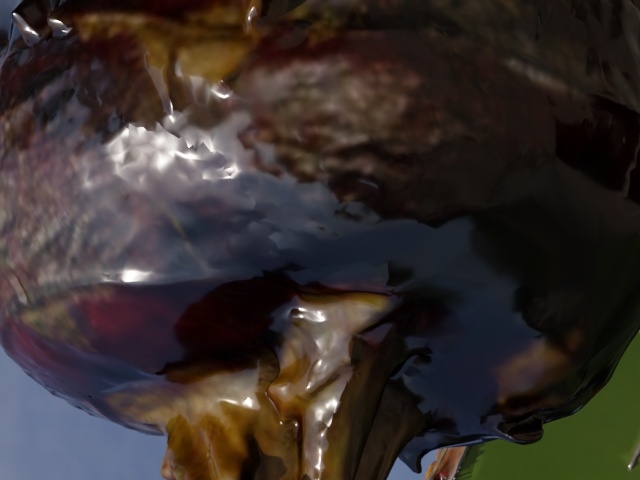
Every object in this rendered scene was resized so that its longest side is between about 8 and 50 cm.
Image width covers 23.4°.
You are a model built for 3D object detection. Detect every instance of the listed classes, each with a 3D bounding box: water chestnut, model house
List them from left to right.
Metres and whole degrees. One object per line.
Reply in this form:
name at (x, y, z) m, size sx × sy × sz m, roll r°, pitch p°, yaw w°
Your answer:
water chestnut at (0.000, 0.000, 0.668) m, size 0.335 × 0.335 × 0.346 m, roll 24°, pitch -125°, yaw -49°
model house at (0.208, 0.164, 1.221) m, size 0.207 × 0.154 × 0.294 m, roll 33°, pitch -111°, yaw -5°
